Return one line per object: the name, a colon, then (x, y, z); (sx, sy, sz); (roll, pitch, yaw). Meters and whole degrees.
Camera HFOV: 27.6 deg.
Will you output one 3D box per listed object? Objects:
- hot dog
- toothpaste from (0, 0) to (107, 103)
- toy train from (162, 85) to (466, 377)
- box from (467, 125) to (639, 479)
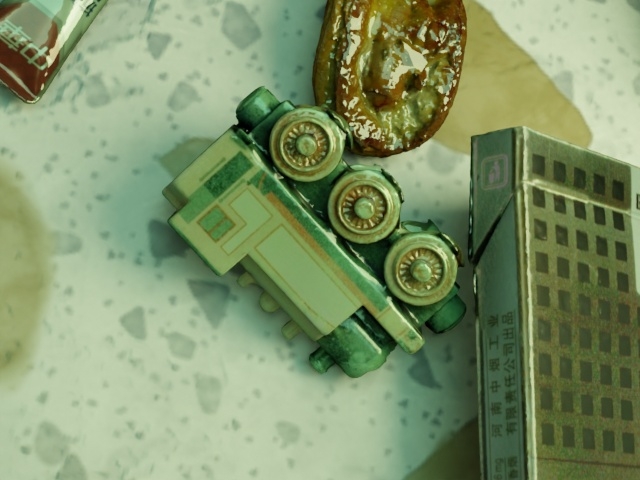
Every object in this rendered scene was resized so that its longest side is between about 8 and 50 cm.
hot dog: (0.043, -0.128, 0.868); (0.099, 0.065, 0.147); (17, 71, -14)
toothpaste: (-0.141, -0.193, 0.851); (0.062, 0.039, 0.239); (39, 72, -10)
toy train: (0.000, 0.000, 0.812); (0.125, 0.081, 0.194); (-41, 97, 5)
box: (0.170, 0.103, 0.813); (0.180, 0.047, 0.324); (12, 71, -41)
